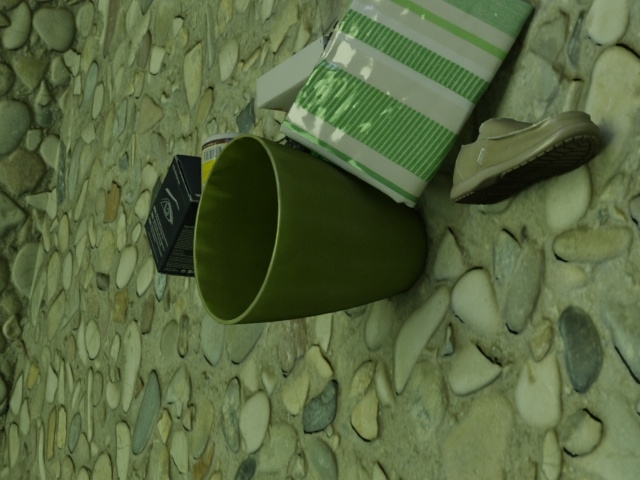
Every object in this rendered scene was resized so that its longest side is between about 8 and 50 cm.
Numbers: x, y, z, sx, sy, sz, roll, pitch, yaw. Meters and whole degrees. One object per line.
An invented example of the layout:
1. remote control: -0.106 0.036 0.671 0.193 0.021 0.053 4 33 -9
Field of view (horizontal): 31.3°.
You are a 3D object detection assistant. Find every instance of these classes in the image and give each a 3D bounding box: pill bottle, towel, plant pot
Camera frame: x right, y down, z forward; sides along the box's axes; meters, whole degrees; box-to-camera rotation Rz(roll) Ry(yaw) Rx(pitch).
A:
1. pill bottle: -0.170 -0.091 2.191 0.117 0.117 0.215 -26 62 56
2. towel: 0.114 -0.240 1.617 0.247 0.038 0.325 32 97 19
3. plant pot: 0.000 0.000 1.698 0.274 0.293 0.275 -20 66 57

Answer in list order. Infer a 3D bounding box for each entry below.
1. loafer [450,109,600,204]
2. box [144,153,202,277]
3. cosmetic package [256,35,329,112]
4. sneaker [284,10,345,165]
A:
1. loafer: 0.252 -0.120 1.481 0.268 0.101 0.092 -27 67 56
2. box: -0.272 -0.050 2.369 0.207 0.108 0.153 -60 37 34
3. cosmetic package: -0.015 -0.282 1.984 0.239 0.098 0.061 -20 66 58
4. sneaker: 0.071 -0.260 1.817 0.344 0.146 0.134 -65 18 1
